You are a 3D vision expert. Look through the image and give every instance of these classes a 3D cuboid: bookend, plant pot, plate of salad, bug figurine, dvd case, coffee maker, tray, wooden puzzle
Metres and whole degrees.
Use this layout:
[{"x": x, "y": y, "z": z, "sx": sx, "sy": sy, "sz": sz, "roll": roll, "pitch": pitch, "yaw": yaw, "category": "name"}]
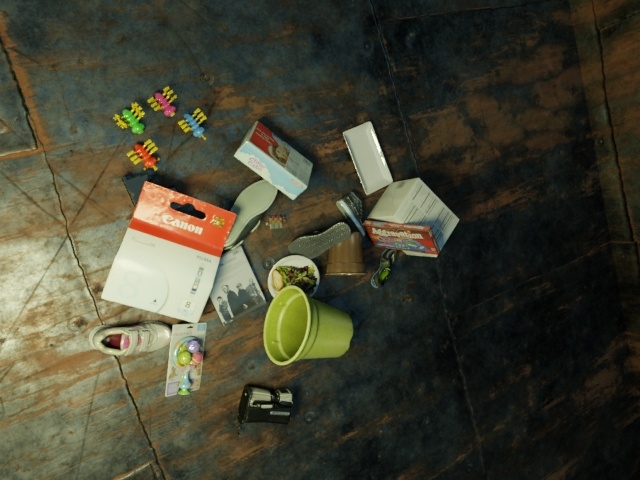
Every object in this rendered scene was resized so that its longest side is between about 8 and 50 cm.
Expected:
[{"x": -0.543, "y": -0.159, "z": 1.426, "sx": 0.156, "sy": 0.072, "sz": 0.157, "roll": -26, "pitch": 102, "yaw": -21, "category": "bookend"}, {"x": -0.029, "y": 0.325, "z": 1.596, "sx": 0.253, "sy": 0.276, "sz": 0.276, "roll": 18, "pitch": 84, "yaw": -36, "category": "plant pot"}, {"x": 0.098, "y": 0.052, "z": 1.689, "sx": 0.166, "sy": 0.167, "sz": 0.165, "roll": 2, "pitch": 82, "yaw": -25, "category": "plant pot"}, {"x": -0.097, "y": 0.154, "z": 1.635, "sx": 0.199, "sy": 0.048, "sz": 0.200, "roll": -4, "pitch": 104, "yaw": -15, "category": "plate of salad"}, {"x": -0.526, "y": -0.371, "z": 1.429, "sx": 0.279, "sy": 0.072, "sz": 0.216, "roll": -37, "pitch": 100, "yaw": -15, "category": "bug figurine"}, {"x": -0.318, "y": 0.162, "z": 1.563, "sx": 0.179, "sy": 0.029, "sz": 0.239, "roll": -27, "pitch": 102, "yaw": -22, "category": "dvd case"}, {"x": -0.205, "y": 0.622, "z": 1.595, "sx": 0.178, "sy": 0.120, "sz": 0.171, "roll": 15, "pitch": 109, "yaw": -23, "category": "coffee maker"}, {"x": 0.191, "y": -0.337, "z": 1.783, "sx": 0.145, "sy": 0.030, "sz": 0.271, "roll": -27, "pitch": 103, "yaw": -21, "category": "tray"}, {"x": -0.168, "y": -0.070, "z": 1.638, "sx": 0.083, "sy": 0.006, "sz": 0.050, "roll": -5, "pitch": 94, "yaw": -25, "category": "wooden puzzle"}]

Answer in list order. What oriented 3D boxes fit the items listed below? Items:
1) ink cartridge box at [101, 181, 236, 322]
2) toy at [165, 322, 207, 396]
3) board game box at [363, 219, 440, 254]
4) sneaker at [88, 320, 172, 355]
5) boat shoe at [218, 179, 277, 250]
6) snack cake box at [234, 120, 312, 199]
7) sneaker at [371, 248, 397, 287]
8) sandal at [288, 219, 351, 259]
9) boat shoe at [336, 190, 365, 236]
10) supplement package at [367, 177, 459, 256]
[{"x": -0.476, "y": 0.048, "z": 1.389, "sx": 0.308, "sy": 0.091, "sz": 0.385, "roll": 20, "pitch": 102, "yaw": -20, "category": "ink cartridge box"}, {"x": -0.443, "y": 0.405, "z": 1.475, "sx": 0.136, "sy": 0.056, "sz": 0.238, "roll": 8, "pitch": 91, "yaw": -52, "category": "toy"}, {"x": 0.313, "y": -0.013, "z": 1.694, "sx": 0.027, "sy": 0.281, "sz": 0.145, "roll": -59, "pitch": 136, "yaw": -27, "category": "board game box"}, {"x": -0.603, "y": 0.321, "z": 1.391, "sx": 0.252, "sy": 0.111, "sz": 0.103, "roll": -2, "pitch": 92, "yaw": -25, "category": "sneaker"}, {"x": -0.265, "y": -0.091, "z": 1.551, "sx": 0.114, "sy": 0.091, "sz": 0.302, "roll": 41, "pitch": 75, "yaw": 12, "category": "boat shoe"}, {"x": -0.161, "y": -0.285, "z": 1.551, "sx": 0.264, "sy": 0.089, "sz": 0.152, "roll": 36, "pitch": 39, "yaw": -21, "category": "snack cake box"}, {"x": 0.277, "y": 0.115, "z": 1.809, "sx": 0.067, "sy": 0.078, "sz": 0.188, "roll": 31, "pitch": 78, "yaw": -22, "category": "sneaker"}, {"x": 0.001, "y": 0.001, "z": 1.637, "sx": 0.254, "sy": 0.054, "sz": 0.097, "roll": -21, "pitch": 108, "yaw": 14, "category": "sandal"}, {"x": 0.146, "y": -0.106, "z": 1.749, "sx": 0.083, "sy": 0.065, "sz": 0.183, "roll": -39, "pitch": 105, "yaw": -17, "category": "boat shoe"}, {"x": 0.379, "y": -0.090, "z": 1.783, "sx": 0.262, "sy": 0.199, "sz": 0.198, "roll": 40, "pitch": 75, "yaw": -20, "category": "supplement package"}]
